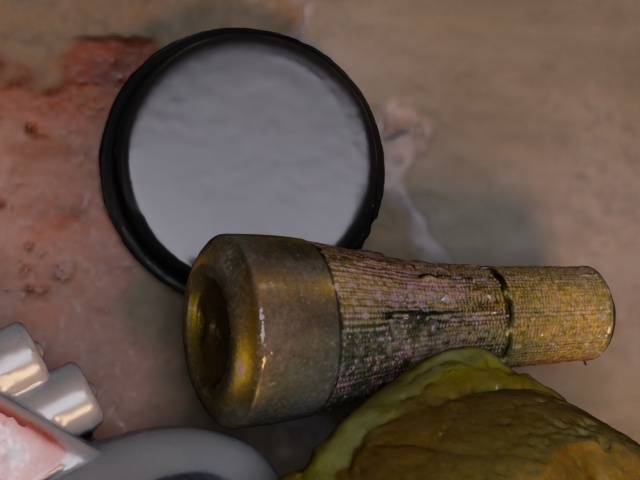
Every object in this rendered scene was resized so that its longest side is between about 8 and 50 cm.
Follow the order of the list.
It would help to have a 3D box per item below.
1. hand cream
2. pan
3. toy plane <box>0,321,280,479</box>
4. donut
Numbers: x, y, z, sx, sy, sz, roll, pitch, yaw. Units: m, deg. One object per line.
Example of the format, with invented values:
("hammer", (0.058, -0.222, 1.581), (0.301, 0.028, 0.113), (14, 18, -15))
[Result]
("hand cream", (0.042, 0.035, 0.775), (0.203, 0.084, 0.084), (-3, 84, -26))
("pan", (0.000, 0.000, 0.810), (0.136, 0.028, 0.235), (-44, 95, -14))
("toy plane", (-0.125, 0.159, 0.718), (0.252, 0.118, 0.252), (2, 83, -16))
("donut", (0.077, 0.185, 0.721), (0.208, 0.128, 0.261), (-47, 121, -17))
